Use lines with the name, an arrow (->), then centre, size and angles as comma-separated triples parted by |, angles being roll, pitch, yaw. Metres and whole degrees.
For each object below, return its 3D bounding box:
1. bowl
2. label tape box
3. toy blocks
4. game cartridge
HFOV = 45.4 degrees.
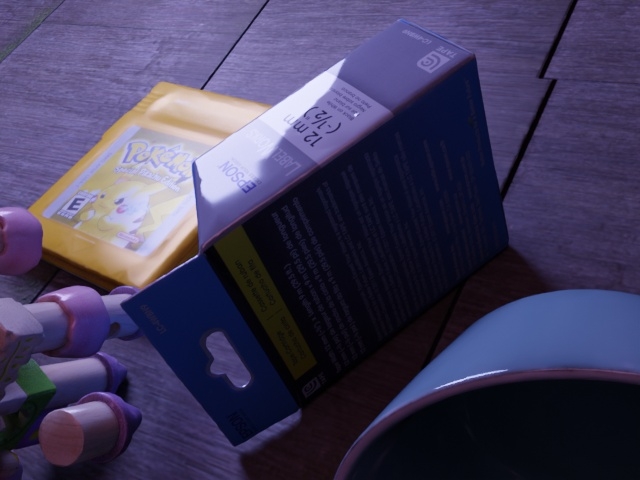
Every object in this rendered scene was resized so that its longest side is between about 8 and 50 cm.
bowl -> 0.177, 0.154, 0.495 | 0.312, 0.311, 0.163 | -1, 30, 22
label tape box -> 0.000, 0.000, 0.705 | 0.348, 0.249, 0.115 | -35, 47, -11
toy blocks -> -0.264, 0.165, 0.718 | 0.309, 0.260, 0.288 | 43, 103, 18
game cartridge -> -0.213, -0.078, 1.003 | 0.285, 0.052, 0.323 | 18, 60, 34
